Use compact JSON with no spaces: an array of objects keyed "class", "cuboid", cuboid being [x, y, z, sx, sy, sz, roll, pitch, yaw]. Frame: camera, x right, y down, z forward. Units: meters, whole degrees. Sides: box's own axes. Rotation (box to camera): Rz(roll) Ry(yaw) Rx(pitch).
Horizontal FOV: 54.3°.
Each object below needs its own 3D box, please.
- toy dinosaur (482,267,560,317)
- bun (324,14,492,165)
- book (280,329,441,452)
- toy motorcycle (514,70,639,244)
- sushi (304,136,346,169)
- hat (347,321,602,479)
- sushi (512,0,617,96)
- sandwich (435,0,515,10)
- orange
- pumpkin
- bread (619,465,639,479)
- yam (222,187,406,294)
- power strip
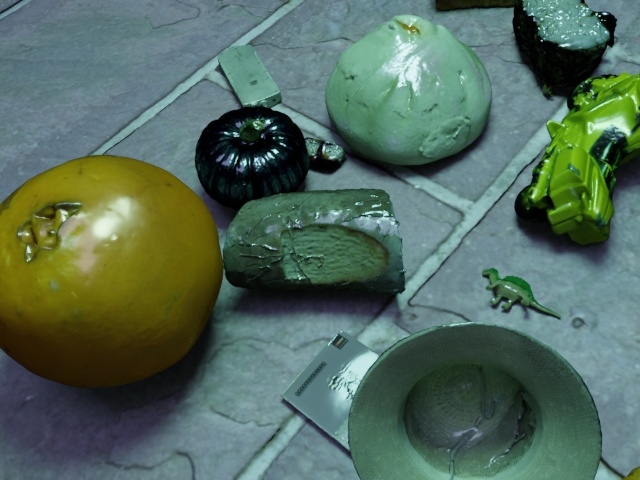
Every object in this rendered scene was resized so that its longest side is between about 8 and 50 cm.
[{"class":"toy dinosaur","cuboid":[0.275,0.071,0.859,0.119,0.029,0.060,21,43,22]},{"class":"bun","cuboid":[0.147,-0.275,1.049,0.292,0.187,0.293,-5,54,6]},{"class":"book","cuboid":[0.055,0.206,0.804,0.181,0.014,0.127,32,65,30]},{"class":"toy motorcycle","cuboid":[0.425,-0.144,0.922,0.206,0.142,0.342,-11,38,55]},{"class":"sushi","cuboid":[0.001,-0.144,1.078,0.083,0.044,0.046,18,80,25]},{"class":"hat","cuboid":[0.166,0.193,0.700,0.257,0.258,0.130,-1,11,11]},{"class":"sushi","cuboid":[0.428,-0.367,1.107,0.147,0.115,0.213,-19,53,1]},{"class":"sandwich","cuboid":[0.359,-0.630,1.317,0.262,0.131,0.326,-1,55,13]},{"class":"orange","cuboid":[-0.281,0.040,0.824,0.311,0.312,0.312,-6,52,7]},{"class":"pumpkin","cuboid":[-0.114,-0.135,1.026,0.194,0.150,0.194,-13,28,7]},{"class":"bread","cuboid":[0.267,0.347,0.576,0.294,0.132,0.167,-33,54,-15]},{"class":"yam","cuboid":[0.000,0.000,0.896,0.254,0.154,0.154,-2,52,15]},{"class":"power strip","cuboid":[-0.141,-0.319,1.241,0.079,0.029,0.227,-22,51,-8]}]
